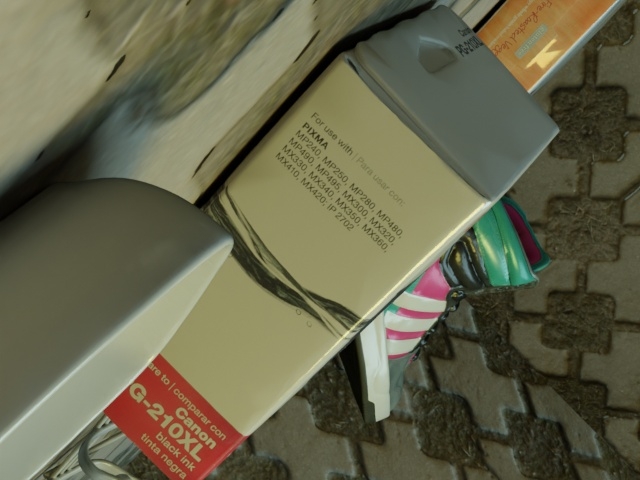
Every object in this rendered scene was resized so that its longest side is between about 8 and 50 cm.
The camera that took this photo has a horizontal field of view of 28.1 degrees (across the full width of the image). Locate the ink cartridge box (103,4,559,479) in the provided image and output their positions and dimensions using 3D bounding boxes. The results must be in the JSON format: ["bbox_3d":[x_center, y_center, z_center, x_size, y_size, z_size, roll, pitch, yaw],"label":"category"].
[{"bbox_3d":[0.000,0.000,0.684,0.237,0.100,0.172,-46,177,27],"label":"ink cartridge box"}]

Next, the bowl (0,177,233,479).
[{"bbox_3d":[-0.099,0.041,0.390,0.142,0.053,0.142,-42,176,-28],"label":"bowl"}]

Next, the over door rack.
[{"bbox_3d":[-0.097,0.135,1.190,0.239,0.108,0.324,-46,177,43],"label":"over door rack"}]

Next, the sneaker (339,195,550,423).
[{"bbox_3d":[0.099,0.035,1.078,0.178,0.123,0.295,-14,141,-9],"label":"sneaker"}]

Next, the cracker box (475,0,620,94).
[{"bbox_3d":[0.193,-0.184,1.069,0.155,0.067,0.232,-46,177,24],"label":"cracker box"}]
